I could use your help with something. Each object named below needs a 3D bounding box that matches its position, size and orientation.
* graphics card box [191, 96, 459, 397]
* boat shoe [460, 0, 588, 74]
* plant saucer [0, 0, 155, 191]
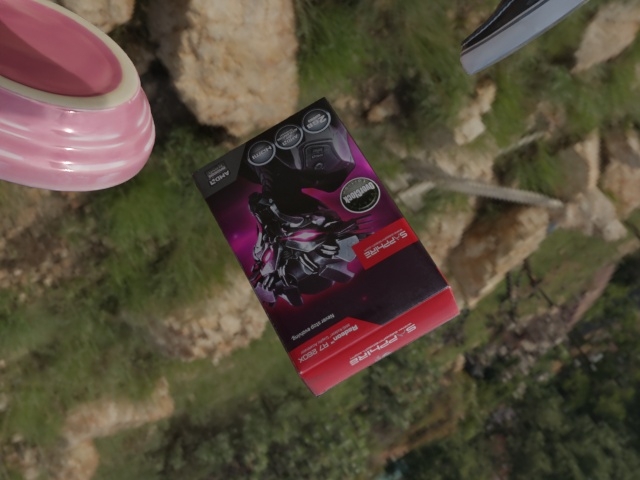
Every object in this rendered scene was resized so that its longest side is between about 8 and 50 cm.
[{"bbox_3d":[0.000,0.000,1.431,0.233,0.371,0.094,-30,150,0],"label":"graphics card box"},{"bbox_3d":[0.205,-0.236,0.890,0.228,0.076,0.080,-36,179,20],"label":"boat shoe"},{"bbox_3d":[-0.332,-0.187,1.136,0.332,0.332,0.084,-1,132,-44],"label":"plant saucer"}]
